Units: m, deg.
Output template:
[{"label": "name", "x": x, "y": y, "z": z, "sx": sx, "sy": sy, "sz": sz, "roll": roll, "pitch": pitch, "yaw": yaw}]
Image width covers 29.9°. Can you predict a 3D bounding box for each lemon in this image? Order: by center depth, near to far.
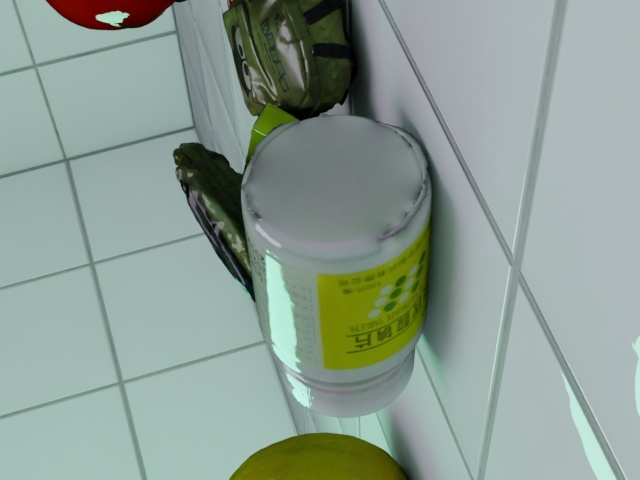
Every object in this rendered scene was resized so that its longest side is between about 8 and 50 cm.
[{"label": "lemon", "x": 0.002, "y": 0.475, "z": 1.969, "sx": 0.348, "sy": 0.348, "sz": 0.348, "roll": 165, "pitch": 90, "yaw": -82}]

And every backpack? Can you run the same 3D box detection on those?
[{"label": "backpack", "x": -0.030, "y": -0.251, "z": 1.549, "sx": 0.253, "sy": 0.140, "sz": 0.207, "roll": -177, "pitch": 70, "yaw": -72}]

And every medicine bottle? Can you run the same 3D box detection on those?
[{"label": "medicine bottle", "x": 0.024, "y": 0.042, "z": 1.436, "sx": 0.378, "sy": 0.214, "sz": 0.213, "roll": 85, "pitch": 166, "yaw": -53}]

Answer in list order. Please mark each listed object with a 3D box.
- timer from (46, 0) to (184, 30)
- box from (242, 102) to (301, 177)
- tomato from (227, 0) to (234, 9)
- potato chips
[{"label": "timer", "x": -0.196, "y": -0.423, "z": 1.460, "sx": 0.279, "sy": 0.378, "sz": 0.378, "roll": 66, "pitch": 174, "yaw": -13}, {"label": "box", "x": -0.014, "y": -0.087, "z": 1.643, "sx": 0.187, "sy": 0.047, "sz": 0.335, "roll": 32, "pitch": 171, "yaw": -1}, {"label": "tomato", "x": -0.097, "y": -0.380, "z": 1.905, "sx": 0.174, "sy": 0.082, "sz": 0.166, "roll": 95, "pitch": 155, "yaw": -55}, {"label": "potato chips", "x": -0.064, "y": 0.018, "z": 1.761, "sx": 0.429, "sy": 0.070, "sz": 0.358, "roll": 49, "pitch": -165, "yaw": -5}]
